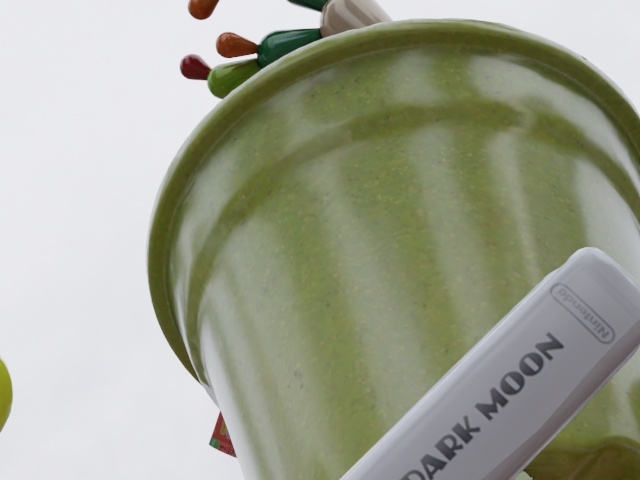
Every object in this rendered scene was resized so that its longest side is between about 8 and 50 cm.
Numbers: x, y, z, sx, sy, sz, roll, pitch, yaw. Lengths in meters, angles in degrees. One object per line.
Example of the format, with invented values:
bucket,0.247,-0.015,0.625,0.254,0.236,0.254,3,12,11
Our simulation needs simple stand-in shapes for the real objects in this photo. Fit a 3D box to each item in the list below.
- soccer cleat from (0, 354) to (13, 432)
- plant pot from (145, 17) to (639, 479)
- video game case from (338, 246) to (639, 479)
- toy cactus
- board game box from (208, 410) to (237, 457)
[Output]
soccer cleat,-0.264,0.093,0.783,0.289,0.093,0.121,-8,5,-21
plant pot,0.063,0.077,0.898,0.276,0.254,0.276,-5,-52,-7
video game case,-0.017,0.090,0.382,0.173,0.022,0.190,-43,-9,-16
toy cactus,0.002,-0.177,1.460,0.219,0.180,0.112,-46,-38,-3
board game box,0.000,0.000,1.287,0.145,0.027,0.281,-34,-35,-65
